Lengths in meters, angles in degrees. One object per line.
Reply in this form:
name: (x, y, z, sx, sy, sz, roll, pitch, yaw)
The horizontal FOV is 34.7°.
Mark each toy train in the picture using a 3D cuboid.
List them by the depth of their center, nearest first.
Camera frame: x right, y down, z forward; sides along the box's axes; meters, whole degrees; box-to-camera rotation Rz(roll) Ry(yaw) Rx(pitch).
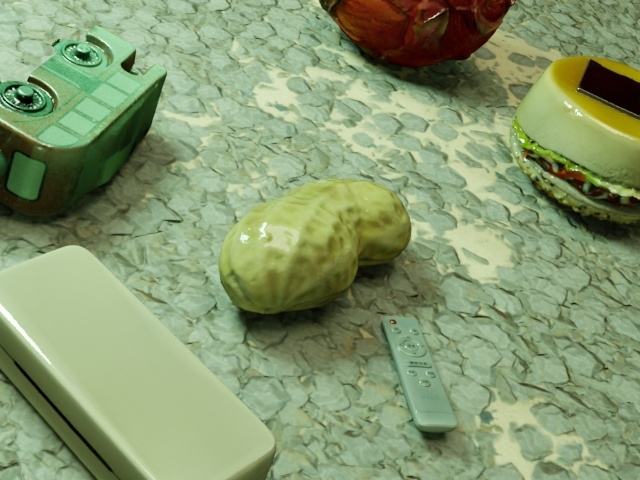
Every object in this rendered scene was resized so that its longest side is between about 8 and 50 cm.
toy train: (-0.318, -0.148, 1.289, 0.159, 0.129, 0.326, 27, 35, 2)

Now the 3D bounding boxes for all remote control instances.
remote control: (0.112, 0.156, 1.201, 0.050, 0.027, 0.184, 7, 35, -18)

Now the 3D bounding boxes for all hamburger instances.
hamburger: (0.433, -0.154, 1.588, 0.300, 0.176, 0.300, 11, 38, -9)

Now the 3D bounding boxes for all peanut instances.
peanut: (0.000, 0.000, 1.259, 0.147, 0.147, 0.305, 35, 36, 18)

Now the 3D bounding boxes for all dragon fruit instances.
dragon fruit: (0.168, -0.424, 1.721, 0.343, 0.277, 0.277, -12, 33, 21)

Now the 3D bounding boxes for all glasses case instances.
glasses case: (-0.204, 0.145, 1.033, 0.336, 0.076, 0.144, 41, 42, 25)
